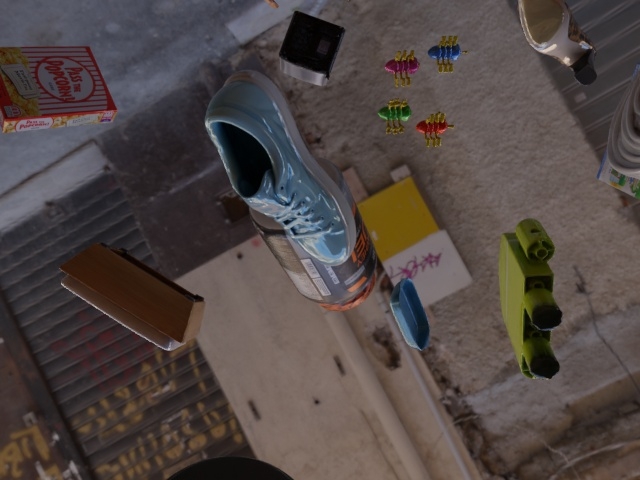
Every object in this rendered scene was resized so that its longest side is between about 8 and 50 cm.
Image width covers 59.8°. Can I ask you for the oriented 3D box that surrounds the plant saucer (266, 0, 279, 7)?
[{"bbox_3d":[-0.134,-0.586,1.330,0.013,0.083,0.083,-44,172,16],"label":"plant saucer"}]

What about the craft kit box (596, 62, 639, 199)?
[{"bbox_3d":[0.632,-0.209,1.052,0.060,0.250,0.247,13,-162,5],"label":"craft kit box"}]

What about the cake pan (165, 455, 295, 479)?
[{"bbox_3d":[-0.128,0.426,0.754,0.293,0.293,0.054,-26,144,-31],"label":"cake pan"}]

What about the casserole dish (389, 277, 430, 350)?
[{"bbox_3d":[0.214,0.179,1.341,0.037,0.188,0.114,-13,-158,30],"label":"casserole dish"}]

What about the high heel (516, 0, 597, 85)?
[{"bbox_3d":[0.487,-0.453,1.166,0.093,0.261,0.186,-33,-162,35],"label":"high heel"}]

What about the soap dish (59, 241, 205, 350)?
[{"bbox_3d":[-0.393,0.118,1.221,0.118,0.290,0.229,-58,180,-6],"label":"soap dish"}]

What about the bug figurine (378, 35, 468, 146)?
[{"bbox_3d":[0.258,-0.384,1.421,0.216,0.279,0.072,-3,-152,-16],"label":"bug figurine"}]

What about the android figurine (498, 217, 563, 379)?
[{"bbox_3d":[0.330,0.089,0.888,0.056,0.248,0.273,-3,-159,10],"label":"android figurine"}]

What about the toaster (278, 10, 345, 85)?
[{"bbox_3d":[-0.029,-0.571,1.681,0.110,0.168,0.186,118,-10,-81],"label":"toaster"}]

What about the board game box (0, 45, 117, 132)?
[{"bbox_3d":[-0.486,-0.274,0.994,0.193,0.147,0.045,-19,167,-41],"label":"board game box"}]

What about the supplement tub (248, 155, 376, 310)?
[{"bbox_3d":[0.000,0.000,1.206,0.207,0.207,0.338,-28,138,1],"label":"supplement tub"}]

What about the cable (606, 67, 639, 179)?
[{"bbox_3d":[0.449,-0.173,0.631,0.257,0.089,0.257,-53,-168,50],"label":"cable"}]

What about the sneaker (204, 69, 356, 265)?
[{"bbox_3d":[-0.071,-0.076,0.888,0.135,0.366,0.150,-15,-150,37],"label":"sneaker"}]
